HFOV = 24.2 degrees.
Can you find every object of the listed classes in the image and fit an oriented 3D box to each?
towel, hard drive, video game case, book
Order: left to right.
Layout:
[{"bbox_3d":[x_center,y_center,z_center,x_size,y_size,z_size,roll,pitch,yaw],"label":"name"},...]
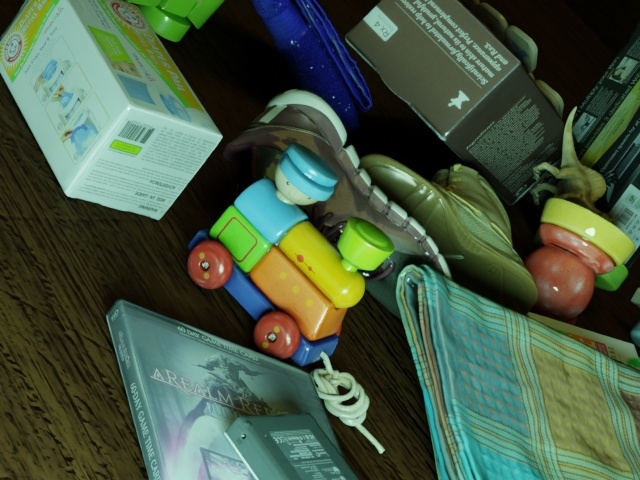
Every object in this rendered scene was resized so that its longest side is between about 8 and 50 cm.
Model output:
[{"bbox_3d":[-0.050,0.166,1.095,0.196,0.026,0.274,25,26,-34],"label":"video game case"},{"bbox_3d":[-0.036,-0.293,1.787,0.308,0.076,0.228,60,8,-36],"label":"towel"},{"bbox_3d":[-0.001,0.182,1.078,0.094,0.022,0.135,7,39,-55],"label":"hard drive"},{"bbox_3d":[0.231,0.182,1.435,0.370,0.040,0.271,23,41,-37],"label":"towel"},{"bbox_3d":[0.296,0.140,1.670,0.144,0.035,0.096,16,34,-18],"label":"book"}]

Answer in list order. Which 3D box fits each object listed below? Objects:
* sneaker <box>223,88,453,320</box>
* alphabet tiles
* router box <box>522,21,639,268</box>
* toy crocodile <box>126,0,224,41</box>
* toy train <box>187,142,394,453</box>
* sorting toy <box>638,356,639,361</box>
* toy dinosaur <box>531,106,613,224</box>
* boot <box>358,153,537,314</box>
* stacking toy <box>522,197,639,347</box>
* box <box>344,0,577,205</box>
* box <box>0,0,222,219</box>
[{"bbox_3d":[0.000,0.000,1.449,0.281,0.106,0.162,52,47,0],"label":"sneaker"},{"bbox_3d":[0.242,-0.246,2.179,0.284,0.021,0.278,43,-19,23],"label":"alphabet tiles"},{"bbox_3d":[0.426,-0.136,2.025,0.081,0.309,0.243,34,6,-23],"label":"router box"},{"bbox_3d":[-0.207,-0.305,1.651,0.105,0.115,0.340,45,19,26],"label":"toy crocodile"},{"bbox_3d":[0.014,0.044,1.278,0.248,0.143,0.105,46,22,15],"label":"toy train"},{"bbox_3d":[0.407,0.215,1.741,0.193,0.038,0.208,45,22,13],"label":"sorting toy"},{"bbox_3d":[0.321,-0.079,1.931,0.092,0.053,0.183,-12,63,-8],"label":"toy dinosaur"},{"bbox_3d":[0.131,-0.037,1.702,0.262,0.095,0.203,35,22,-18],"label":"boot"},{"bbox_3d":[0.368,0.089,1.865,0.309,0.130,0.279,32,-7,-1],"label":"stacking toy"},{"bbox_3d":[0.190,-0.190,1.924,0.191,0.143,0.381,48,9,21],"label":"box"},{"bbox_3d":[-0.194,-0.131,1.335,0.114,0.103,0.203,15,32,-47],"label":"box"}]
